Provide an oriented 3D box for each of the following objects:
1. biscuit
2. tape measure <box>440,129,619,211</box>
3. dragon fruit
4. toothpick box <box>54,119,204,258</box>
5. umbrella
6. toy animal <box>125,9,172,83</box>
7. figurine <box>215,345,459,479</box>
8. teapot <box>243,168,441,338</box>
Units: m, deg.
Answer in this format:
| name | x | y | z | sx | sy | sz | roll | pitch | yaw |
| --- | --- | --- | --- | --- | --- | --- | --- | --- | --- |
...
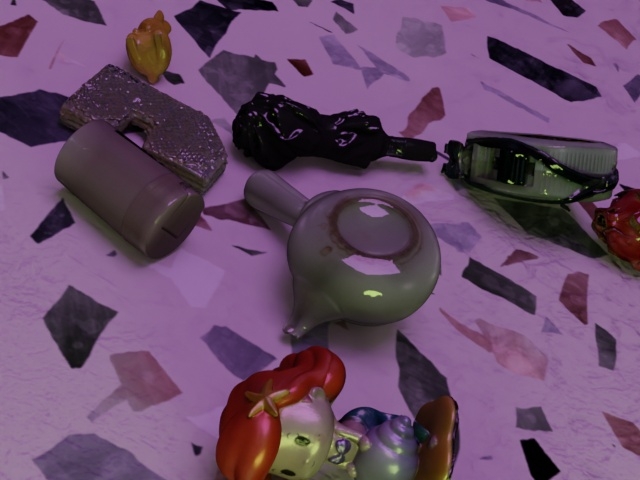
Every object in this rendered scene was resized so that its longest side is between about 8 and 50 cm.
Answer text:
| name | x | y | z | sx | sy | sz | roll | pitch | yaw |
| --- | --- | --- | --- | --- | --- | --- | --- | --- | --- |
| biscuit | -0.246 | -0.165 | 1.884 | 0.250 | 0.046 | 0.147 | 29 | 39 | 7 |
| tape measure | 0.341 | -0.108 | 2.021 | 0.235 | 0.115 | 0.207 | 1 | 12 | -25 |
| dragon fruit | 0.508 | -0.018 | 2.032 | 0.166 | 0.133 | 0.136 | 4 | -1 | -20 |
| toothpick box | -0.255 | -0.068 | 1.719 | 0.180 | 0.111 | 0.111 | 38 | 41 | 20 |
| umbrella | 0.027 | -0.155 | 1.974 | 0.340 | 0.118 | 0.118 | 8 | 41 | -25 |
| toy animal | -0.266 | -0.317 | 2.045 | 0.070 | 0.083 | 0.159 | -8 | 30 | 3 |
| figurine | 0.006 | 0.219 | 1.478 | 0.257 | 0.181 | 0.208 | 18 | 59 | -13 |
| teapot | 0.034 | -0.006 | 1.760 | 0.220 | 0.149 | 0.318 | -1 | 45 | -18 |
